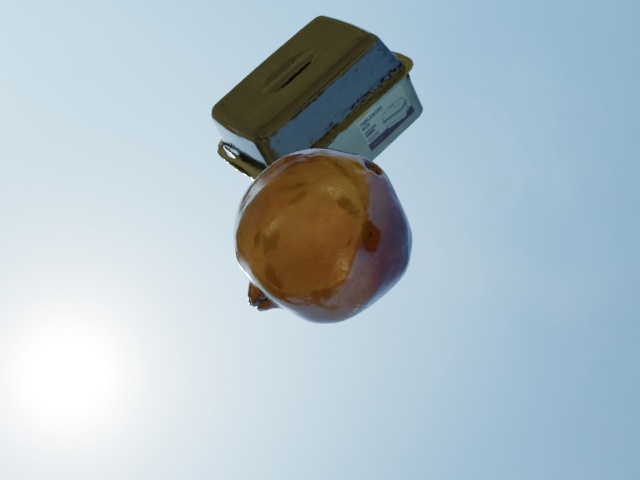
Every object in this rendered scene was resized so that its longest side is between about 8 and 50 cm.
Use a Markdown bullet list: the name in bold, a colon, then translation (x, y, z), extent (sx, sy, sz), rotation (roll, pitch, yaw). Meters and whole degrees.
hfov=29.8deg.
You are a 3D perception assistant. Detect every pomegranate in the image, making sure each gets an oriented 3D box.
- **pomegranate**: translation (0.005, -0.004, 1.356), extent (0.209, 0.209, 0.209), rotation (-23, -128, 33)

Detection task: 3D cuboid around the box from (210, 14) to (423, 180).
- **box**: translation (-0.009, -0.191, 1.795), extent (0.290, 0.166, 0.220), rotation (-43, -144, -10)
